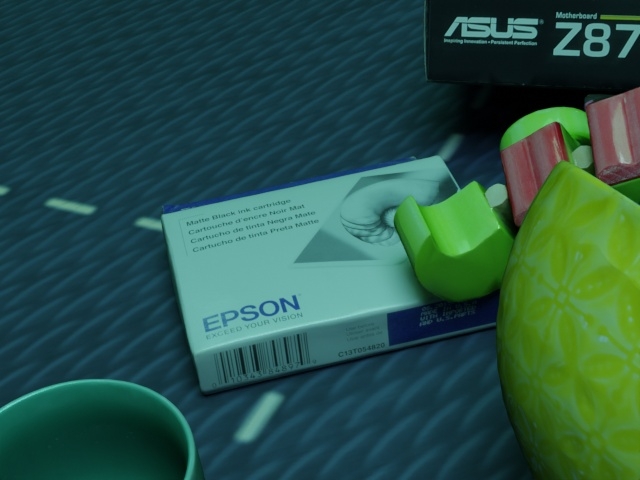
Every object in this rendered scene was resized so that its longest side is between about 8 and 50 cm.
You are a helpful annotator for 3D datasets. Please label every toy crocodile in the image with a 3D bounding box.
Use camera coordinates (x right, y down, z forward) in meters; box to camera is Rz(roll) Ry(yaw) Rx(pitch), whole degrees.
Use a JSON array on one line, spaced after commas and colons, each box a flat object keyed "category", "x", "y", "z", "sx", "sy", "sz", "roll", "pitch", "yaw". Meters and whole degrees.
[{"category": "toy crocodile", "x": 0.206, "y": -0.053, "z": 0.652, "sx": 0.341, "sy": 0.105, "sz": 0.115, "roll": -22, "pitch": 55, "yaw": 23}]

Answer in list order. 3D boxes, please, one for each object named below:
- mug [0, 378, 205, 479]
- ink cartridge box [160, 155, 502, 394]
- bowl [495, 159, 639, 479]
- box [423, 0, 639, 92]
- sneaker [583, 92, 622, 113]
[{"category": "mug", "x": -0.135, "y": 0.151, "z": 0.573, "sx": 0.158, "sy": 0.097, "sz": 0.129, "roll": 4, "pitch": 39, "yaw": 14}, {"category": "ink cartridge box", "x": 0.000, "y": 0.000, "z": 0.794, "sx": 0.223, "sy": 0.045, "sz": 0.224, "roll": -13, "pitch": 37, "yaw": -8}, {"category": "bowl", "x": 0.183, "y": 0.108, "z": 0.507, "sx": 0.156, "sy": 0.289, "sz": 0.289, "roll": -53, "pitch": 43, "yaw": 8}, {"category": "box", "x": 0.305, "y": -0.197, "z": 0.911, "sx": 0.395, "sy": 0.097, "sz": 0.318, "roll": 5, "pitch": 20, "yaw": 14}, {"category": "sneaker", "x": 0.261, "y": -0.077, "z": 0.844, "sx": 0.178, "sy": 0.077, "sz": 0.072, "roll": -9, "pitch": 17, "yaw": -37}]
